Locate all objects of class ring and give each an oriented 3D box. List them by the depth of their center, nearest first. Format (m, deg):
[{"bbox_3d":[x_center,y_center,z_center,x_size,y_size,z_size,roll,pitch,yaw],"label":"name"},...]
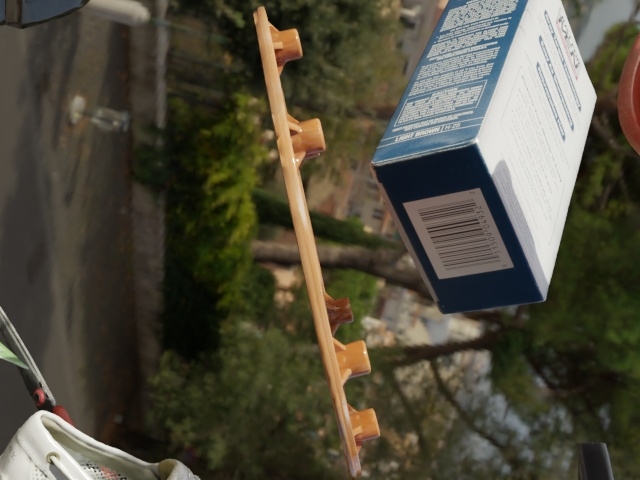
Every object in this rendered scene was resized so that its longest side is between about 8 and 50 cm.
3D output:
[{"bbox_3d":[0.000,0.000,0.804,0.336,0.032,0.336,-12,90,-90],"label":"ring"}]

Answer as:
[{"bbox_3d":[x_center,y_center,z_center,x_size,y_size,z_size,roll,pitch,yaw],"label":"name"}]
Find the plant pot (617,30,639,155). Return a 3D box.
[{"bbox_3d":[0.389,-0.068,0.752,0.272,0.265,0.272,-36,-151,24],"label":"plant pot"}]

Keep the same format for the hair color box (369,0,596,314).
[{"bbox_3d":[0.167,-0.108,1.072,0.174,0.105,0.347,63,34,-28],"label":"hair color box"}]

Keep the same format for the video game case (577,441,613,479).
[{"bbox_3d":[0.213,0.322,0.853,0.196,0.026,0.274,-78,165,-62],"label":"video game case"}]

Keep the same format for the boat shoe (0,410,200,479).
[{"bbox_3d":[-0.139,0.233,0.956,0.096,0.277,0.098,-57,-166,17],"label":"boat shoe"}]

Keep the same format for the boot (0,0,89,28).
[{"bbox_3d":[-0.407,-0.279,1.220,0.305,0.115,0.112,-21,170,-29],"label":"boot"}]

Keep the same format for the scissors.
[{"bbox_3d":[-0.265,0.167,1.133,0.109,0.297,0.021,-35,156,35],"label":"scissors"}]

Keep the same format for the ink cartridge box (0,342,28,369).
[{"bbox_3d":[-0.373,0.084,0.995,0.062,0.109,0.209,-59,142,-4],"label":"ink cartridge box"}]
